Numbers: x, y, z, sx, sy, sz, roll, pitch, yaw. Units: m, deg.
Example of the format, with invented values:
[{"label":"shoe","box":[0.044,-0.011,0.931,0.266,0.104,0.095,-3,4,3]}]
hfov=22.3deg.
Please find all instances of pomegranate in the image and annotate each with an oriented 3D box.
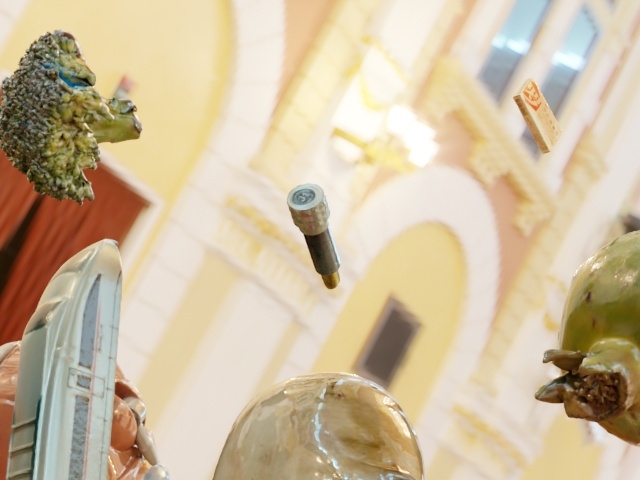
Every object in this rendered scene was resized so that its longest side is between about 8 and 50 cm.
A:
[{"label":"pomegranate","box":[0.370,0.116,1.825,0.260,0.260,0.341,18,22,42]}]

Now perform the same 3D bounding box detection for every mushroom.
[{"label":"mushroom","box":[0.000,0.238,1.444,0.184,0.254,0.255,36,-14,-32]}]

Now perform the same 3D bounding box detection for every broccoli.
[{"label":"broccoli","box":[-0.263,-0.131,1.719,0.160,0.167,0.154,-7,-35,-29]}]

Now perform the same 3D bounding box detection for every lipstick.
[{"label":"lipstick","box":[0.000,0.000,1.473,0.037,0.037,0.116,20,-33,34]}]

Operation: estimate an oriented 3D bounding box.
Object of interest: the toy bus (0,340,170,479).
[{"label":"toy bus","box":[-0.301,0.254,1.939,0.232,0.194,0.287,-9,-69,19]}]

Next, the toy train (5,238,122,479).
[{"label":"toy train","box":[-0.266,0.171,1.643,0.088,0.407,0.086,25,-36,-38]}]

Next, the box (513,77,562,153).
[{"label":"box","box":[0.298,-0.171,2.223,0.015,0.058,0.093,-18,-69,36]}]
